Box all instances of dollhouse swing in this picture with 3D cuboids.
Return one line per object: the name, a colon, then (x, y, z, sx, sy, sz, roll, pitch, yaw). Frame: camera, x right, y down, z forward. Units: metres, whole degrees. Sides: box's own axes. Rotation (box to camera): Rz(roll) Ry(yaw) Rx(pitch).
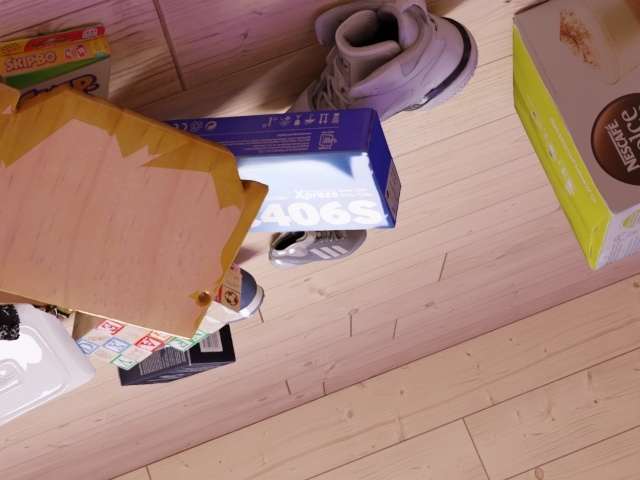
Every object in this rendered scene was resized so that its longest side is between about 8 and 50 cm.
dollhouse swing: (-0.315, -0.060, 1.315, 0.347, 0.305, 0.315, 19, 107, -33)

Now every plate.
plate: (-0.566, 0.231, 1.859, 0.277, 0.045, 0.278, -26, 136, -6)

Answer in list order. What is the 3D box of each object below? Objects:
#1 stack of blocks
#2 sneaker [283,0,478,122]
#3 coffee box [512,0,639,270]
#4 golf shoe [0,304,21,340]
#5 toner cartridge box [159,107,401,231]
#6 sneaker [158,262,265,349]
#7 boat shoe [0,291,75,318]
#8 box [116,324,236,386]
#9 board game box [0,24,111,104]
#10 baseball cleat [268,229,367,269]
stack of blocks: (-0.300, 0.128, 1.916, 0.171, 0.087, 0.297, 29, 134, -31)
sneaker: (0.022, -0.197, 1.405, 0.366, 0.137, 0.210, -33, 158, 17)
coffee box: (0.509, -0.198, 1.627, 0.334, 0.337, 0.338, -23, 163, 4)
golf shoe: (-0.573, 0.120, 1.709, 0.094, 0.077, 0.198, -18, 151, 25)
toner cartridge box: (-0.081, -0.085, 1.390, 0.348, 0.075, 0.165, -2, 144, 18)
sneaker: (-0.275, 0.117, 2.051, 0.319, 0.112, 0.131, -22, 134, 16)
boat shoe: (-0.413, 0.067, 1.687, 0.307, 0.104, 0.111, -11, 159, -31)
box: (-0.308, 0.231, 2.225, 0.207, 0.108, 0.153, -19, 167, 31)
board game box: (-0.316, -0.163, 1.259, 0.124, 0.039, 0.259, -16, 159, -19)
baseball cleat: (0.000, 0.000, 2.039, 0.206, 0.072, 0.109, -21, 156, -15)
